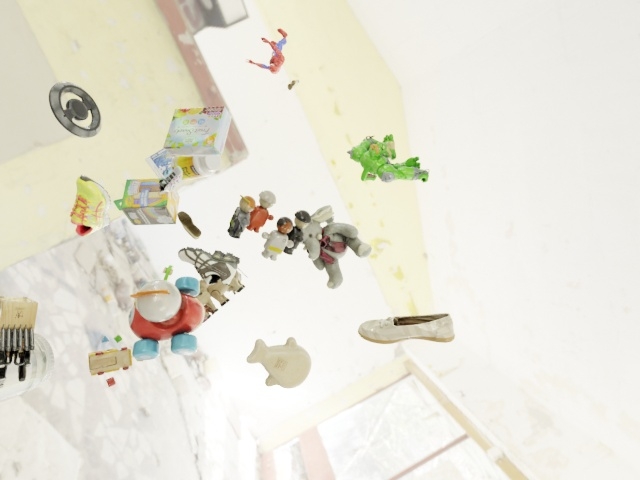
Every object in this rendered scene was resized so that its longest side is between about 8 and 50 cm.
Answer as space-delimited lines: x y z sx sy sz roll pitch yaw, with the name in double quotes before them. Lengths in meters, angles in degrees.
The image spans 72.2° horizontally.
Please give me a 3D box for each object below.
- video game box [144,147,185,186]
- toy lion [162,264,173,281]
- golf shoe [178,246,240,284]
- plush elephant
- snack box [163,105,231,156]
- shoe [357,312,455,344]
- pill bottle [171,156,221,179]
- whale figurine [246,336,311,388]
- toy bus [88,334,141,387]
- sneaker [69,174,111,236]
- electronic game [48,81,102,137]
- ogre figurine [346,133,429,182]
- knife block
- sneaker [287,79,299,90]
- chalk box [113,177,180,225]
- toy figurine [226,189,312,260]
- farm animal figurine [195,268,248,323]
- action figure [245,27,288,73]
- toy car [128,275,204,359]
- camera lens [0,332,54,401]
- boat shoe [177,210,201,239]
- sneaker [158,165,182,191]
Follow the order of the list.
"video game box" -0.703 -0.366 2.120 0.187 0.205 0.048 59 -17 -23
"toy lion" -0.561 0.132 1.608 0.034 0.100 0.096 21 15 -11
"golf shoe" -0.316 0.070 1.192 0.077 0.198 0.093 33 66 -59
"plush elephant" 0.000 0.000 1.774 0.256 0.272 0.329 5 51 -44
"snack box" -0.443 -0.393 1.589 0.070 0.207 0.174 56 40 -62
"shoe" 0.193 0.194 1.003 0.076 0.219 0.058 -59 144 -65
"pill bottle" -0.515 -0.319 1.830 0.215 0.117 0.117 -3 -58 37
"whale figurine" -0.169 0.475 1.750 0.272 0.216 0.141 29 -5 -25
"toy bus" -0.913 0.520 1.925 0.202 0.191 0.104 46 -26 -22
"sneaker" -0.614 -0.082 1.153 0.082 0.094 0.208 30 -40 8
"electronic game" -0.975 -0.522 1.755 0.229 0.048 0.229 48 33 -48
"ogre figurine" 0.150 -0.185 1.029 0.197 0.118 0.097 56 -37 18
"knife block" -0.912 0.293 1.295 0.276 0.088 0.241 -1 -100 49
"sneaker" -0.129 -0.748 2.112 0.083 0.037 0.031 -9 -75 58
"chalk box" -0.657 -0.144 1.647 0.132 0.213 0.132 91 -2 -62
"toy figurine" -0.151 -0.053 1.323 0.213 0.148 0.209 32 15 13
"farm animal figurine" -0.483 0.225 1.941 0.172 0.327 0.330 50 -18 -2
"action figure" -0.200 -0.729 1.671 0.091 0.139 0.280 -50 -149 39
"toy car" -0.450 0.179 1.195 0.238 0.211 0.219 77 5 -58
"camera lens" -1.078 0.428 1.461 0.219 0.220 0.274 63 12 8
"boat shoe" -0.528 -0.057 1.752 0.135 0.050 0.045 52 -35 13
"sneaker" -0.466 -0.184 1.345 0.038 0.098 0.069 43 33 13
